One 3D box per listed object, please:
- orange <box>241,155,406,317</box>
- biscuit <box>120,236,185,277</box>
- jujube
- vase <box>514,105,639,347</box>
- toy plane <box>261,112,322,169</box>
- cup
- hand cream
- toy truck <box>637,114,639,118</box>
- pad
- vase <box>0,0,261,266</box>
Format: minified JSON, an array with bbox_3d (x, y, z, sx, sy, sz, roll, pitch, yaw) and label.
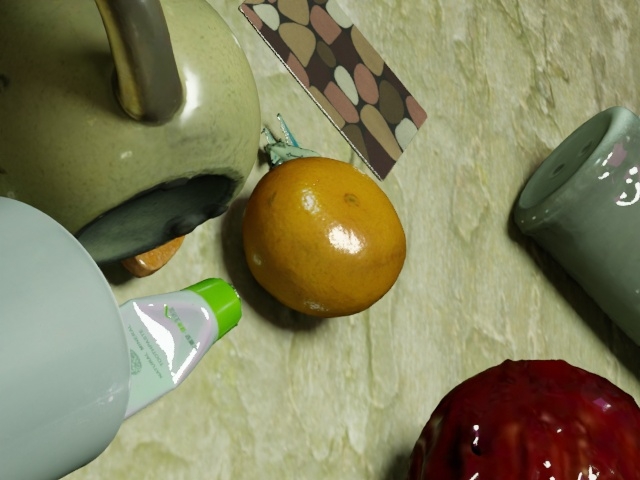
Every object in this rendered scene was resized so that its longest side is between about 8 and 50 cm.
[{"bbox_3d":[0.000,0.000,1.632,0.156,0.124,0.156,20,42,-19],"label":"orange"},{"bbox_3d":[-0.159,-0.081,1.569,0.183,0.043,0.280,23,48,-34],"label":"biscuit"},{"bbox_3d":[0.193,0.272,1.572,0.258,0.258,0.376,38,35,-26],"label":"jujube"},{"bbox_3d":[0.374,0.008,1.985,0.291,0.245,0.245,43,38,-11],"label":"vase"},{"bbox_3d":[-0.028,-0.081,1.735,0.083,0.033,0.080,20,49,-50],"label":"toy plane"},{"bbox_3d":[-0.291,0.105,1.132,0.312,0.205,0.205,-26,85,-54],"label":"cup"},{"bbox_3d":[-0.164,0.098,1.437,0.079,0.050,0.275,37,36,18],"label":"hand cream"},{"bbox_3d":[0.481,-0.118,2.099,0.178,0.363,0.176,28,44,-22],"label":"toy truck"},{"bbox_3d":[0.018,-0.186,1.893,0.235,0.003,0.158,50,36,-11],"label":"pad"},{"bbox_3d":[-0.182,-0.159,1.352,0.241,0.329,0.302,-20,75,-21],"label":"vase"}]
